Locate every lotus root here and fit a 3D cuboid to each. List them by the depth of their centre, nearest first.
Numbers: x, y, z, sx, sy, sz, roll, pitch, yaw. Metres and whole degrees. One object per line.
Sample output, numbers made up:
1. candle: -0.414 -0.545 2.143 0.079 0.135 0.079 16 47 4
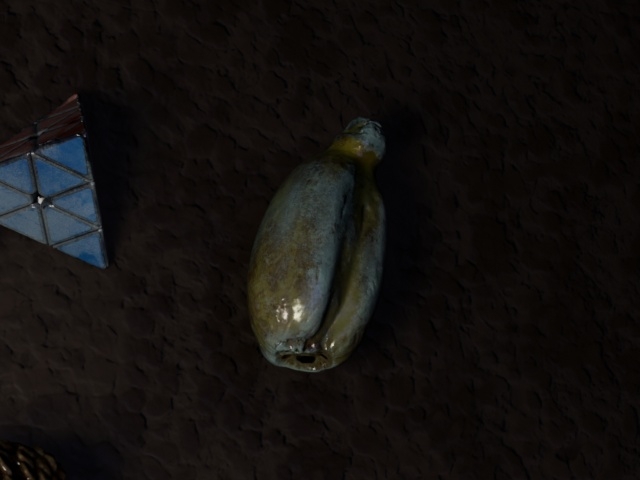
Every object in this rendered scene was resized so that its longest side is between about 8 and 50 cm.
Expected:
1. lotus root: 0.000 0.000 1.833 0.158 0.140 0.322 33 55 -32

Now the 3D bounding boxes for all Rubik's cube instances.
1. Rubik's cube: -0.269 -0.043 1.725 0.211 0.190 0.178 -38 109 -25

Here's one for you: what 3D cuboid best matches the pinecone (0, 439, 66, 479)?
1. pinecone: -0.339 0.288 1.548 0.204 0.179 0.184 -17 112 -14
